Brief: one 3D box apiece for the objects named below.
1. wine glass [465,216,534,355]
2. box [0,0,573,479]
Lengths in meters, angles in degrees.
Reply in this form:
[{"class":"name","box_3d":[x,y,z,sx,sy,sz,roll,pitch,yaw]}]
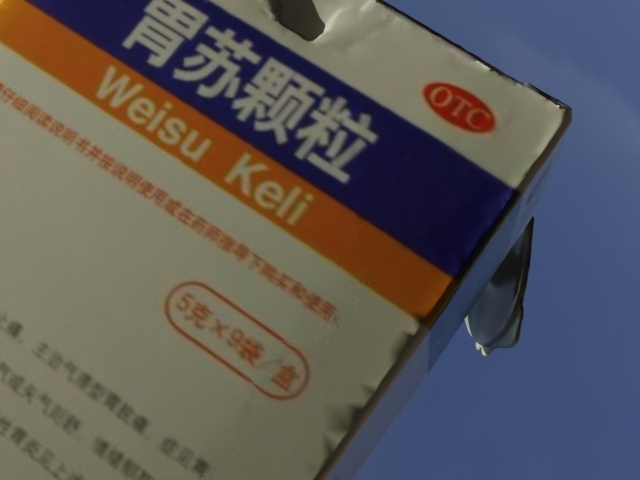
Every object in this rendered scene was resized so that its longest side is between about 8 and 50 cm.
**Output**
[{"class":"wine glass","box_3d":[0.000,0.000,0.557,0.222,0.103,0.103,9,-116,-10]},{"class":"box","box_3d":[-0.074,0.034,0.375,0.200,0.106,0.299,34,-101,13]}]
